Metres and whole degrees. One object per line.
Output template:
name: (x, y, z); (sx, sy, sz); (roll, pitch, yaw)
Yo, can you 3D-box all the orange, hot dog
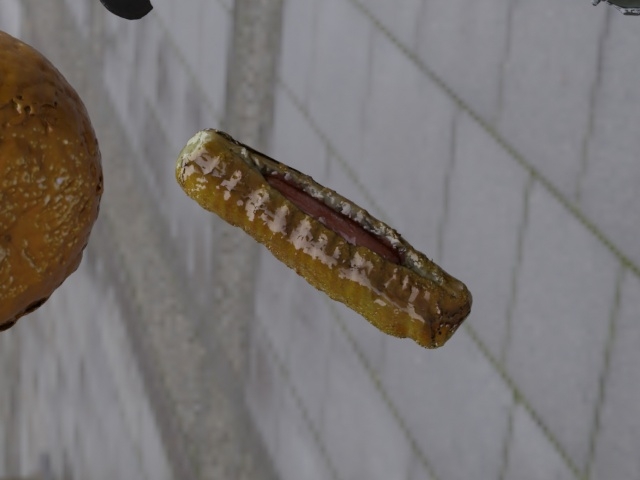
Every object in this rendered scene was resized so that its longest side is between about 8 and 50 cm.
orange: (-0.400, -0.068, 1.898); (0.293, 0.340, 0.340); (34, 129, 36)
hot dog: (-0.001, 0.001, 1.595); (0.083, 0.289, 0.068); (-58, 1, 35)

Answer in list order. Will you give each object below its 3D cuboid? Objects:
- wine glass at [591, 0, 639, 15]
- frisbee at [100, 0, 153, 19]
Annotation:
wine glass: (0.361, -0.254, 1.737); (0.156, 0.232, 0.156); (-10, 73, 35)
frisbee: (-0.144, -0.290, 1.487); (0.012, 0.211, 0.187); (-25, 101, 47)
